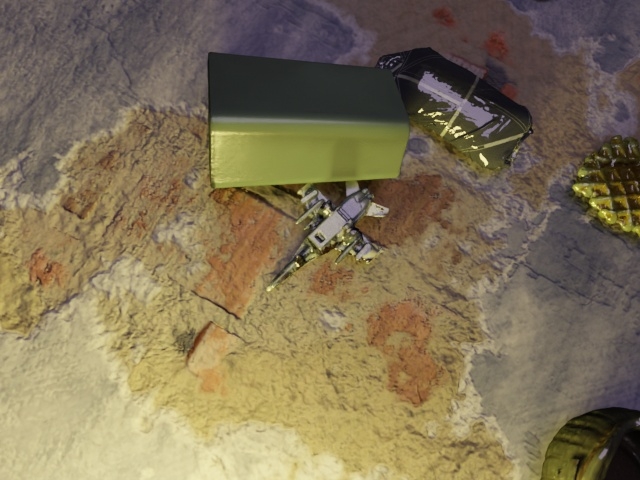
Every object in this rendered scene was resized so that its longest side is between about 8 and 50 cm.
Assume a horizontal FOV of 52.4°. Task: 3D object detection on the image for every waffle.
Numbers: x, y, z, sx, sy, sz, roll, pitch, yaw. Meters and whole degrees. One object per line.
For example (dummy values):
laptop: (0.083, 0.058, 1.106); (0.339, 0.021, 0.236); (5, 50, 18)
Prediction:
waffle: (0.624, -0.110, 1.306); (0.208, 0.054, 0.214); (37, 66, 9)

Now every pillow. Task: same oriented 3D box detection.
pillow: (0.258, -0.271, 1.291); (0.335, 0.092, 0.161); (34, 75, 5)

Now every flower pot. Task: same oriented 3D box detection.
flower pot: (0.502, 0.423, 1.038); (0.302, 0.213, 0.301); (2, 71, -7)

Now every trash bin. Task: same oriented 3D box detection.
trash bin: (-0.033, -0.214, 1.180); (0.343, 0.158, 0.223); (0, 46, -12)

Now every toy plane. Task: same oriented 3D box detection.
toy plane: (0.001, -0.003, 1.174); (0.192, 0.088, 0.262); (45, 73, 6)
